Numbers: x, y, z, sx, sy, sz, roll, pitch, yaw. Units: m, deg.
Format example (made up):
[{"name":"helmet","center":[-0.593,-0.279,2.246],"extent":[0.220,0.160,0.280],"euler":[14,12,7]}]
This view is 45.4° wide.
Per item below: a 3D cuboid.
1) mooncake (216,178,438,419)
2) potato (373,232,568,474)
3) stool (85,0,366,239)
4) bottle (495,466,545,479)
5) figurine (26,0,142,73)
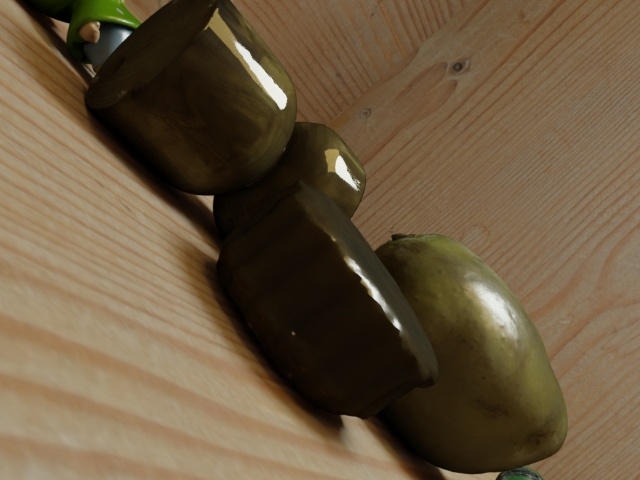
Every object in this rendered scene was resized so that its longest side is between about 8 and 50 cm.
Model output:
[{"name":"mooncake","center":[0.005,0.062,0.717],"extent":[0.228,0.124,0.228],"euler":[54,6,-9]},{"name":"potato","center":[0.161,0.147,0.946],"extent":[0.326,0.221,0.243],"euler":[60,12,-12]},{"name":"stool","center":[-0.095,-0.114,0.824],"extent":[0.264,0.179,0.179],"euler":[47,5,-33]},{"name":"bottle","center":[0.291,0.384,1.117],"extent":[0.093,0.093,0.330],"euler":[51,4,19]},{"name":"figurine","center":[-0.273,-0.291,0.887],"extent":[0.263,0.143,0.162],"euler":[67,13,4]}]
